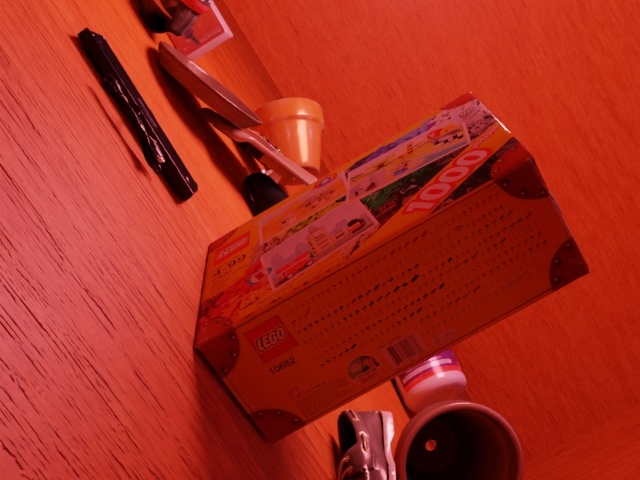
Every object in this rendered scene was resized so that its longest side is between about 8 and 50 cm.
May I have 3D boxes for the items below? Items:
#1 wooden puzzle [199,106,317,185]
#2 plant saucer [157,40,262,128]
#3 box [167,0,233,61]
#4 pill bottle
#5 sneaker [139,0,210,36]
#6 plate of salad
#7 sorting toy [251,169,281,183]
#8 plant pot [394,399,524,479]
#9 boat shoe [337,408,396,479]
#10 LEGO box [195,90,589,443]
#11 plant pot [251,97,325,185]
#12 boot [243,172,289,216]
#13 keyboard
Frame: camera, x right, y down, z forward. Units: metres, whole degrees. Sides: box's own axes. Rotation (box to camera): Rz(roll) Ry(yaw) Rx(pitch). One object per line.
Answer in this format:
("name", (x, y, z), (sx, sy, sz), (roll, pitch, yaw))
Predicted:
("wooden puzzle", (-0.143, -0.203, 1.975), (0.239, 0.044, 0.221), (30, 5, -40))
("plant saucer", (-0.243, -0.328, 1.903), (0.278, 0.041, 0.278), (38, 7, -6))
("box", (-0.317, -0.546, 2.165), (0.170, 0.130, 0.091), (59, 8, -1))
("pill bottle", (0.262, 0.305, 2.451), (0.181, 0.182, 0.322), (47, 16, -57))
("sneaker", (-0.371, -0.547, 1.990), (0.276, 0.135, 0.098), (38, 9, 31))
("plate of salad", (-0.132, -0.227, 2.219), (0.200, 0.048, 0.200), (38, -12, 9))
("sorting toy", (-0.122, -0.157, 2.160), (0.044, 0.075, 0.083), (63, 9, 20))
("plant pot", (0.269, 0.456, 1.873), (0.263, 0.263, 0.229), (59, -8, -3))
("boat shoe", (0.070, 0.374, 1.422), (0.305, 0.091, 0.109), (-85, -174, -68))
("LEGO box", (0.085, 0.022, 1.310), (0.193, 0.500, 0.372), (57, 8, -21))
("plant pot", (-0.079, -0.261, 2.428), (0.205, 0.205, 0.187), (42, 35, -64))
("boot", (-0.037, -0.076, 1.901), (0.094, 0.207, 0.246), (-18, 78, -53))
("keyboard", (-0.300, -0.202, 1.440), (0.317, 0.033, 0.201), (58, 2, -7))
